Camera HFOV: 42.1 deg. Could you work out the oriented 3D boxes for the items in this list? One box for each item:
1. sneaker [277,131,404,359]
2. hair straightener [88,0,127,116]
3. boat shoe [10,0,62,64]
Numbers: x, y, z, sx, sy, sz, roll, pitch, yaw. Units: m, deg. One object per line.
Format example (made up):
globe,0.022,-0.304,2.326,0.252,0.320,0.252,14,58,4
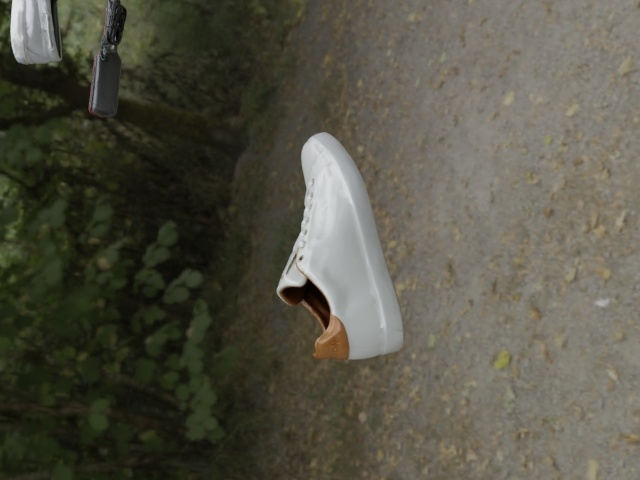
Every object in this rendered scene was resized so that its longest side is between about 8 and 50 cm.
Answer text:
sneaker,0.000,0.000,0.960,0.106,0.123,0.290,98,158,-60
hair straightener,-0.322,-0.307,1.308,0.089,0.047,0.231,25,102,65
boat shoe,-0.333,-0.304,0.998,0.066,0.063,0.184,136,136,-85
